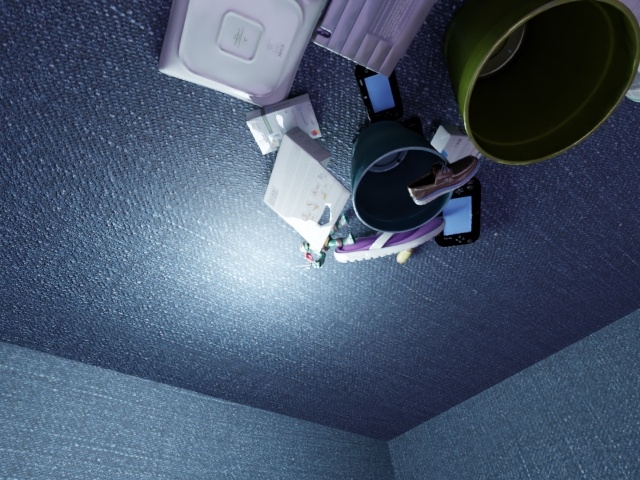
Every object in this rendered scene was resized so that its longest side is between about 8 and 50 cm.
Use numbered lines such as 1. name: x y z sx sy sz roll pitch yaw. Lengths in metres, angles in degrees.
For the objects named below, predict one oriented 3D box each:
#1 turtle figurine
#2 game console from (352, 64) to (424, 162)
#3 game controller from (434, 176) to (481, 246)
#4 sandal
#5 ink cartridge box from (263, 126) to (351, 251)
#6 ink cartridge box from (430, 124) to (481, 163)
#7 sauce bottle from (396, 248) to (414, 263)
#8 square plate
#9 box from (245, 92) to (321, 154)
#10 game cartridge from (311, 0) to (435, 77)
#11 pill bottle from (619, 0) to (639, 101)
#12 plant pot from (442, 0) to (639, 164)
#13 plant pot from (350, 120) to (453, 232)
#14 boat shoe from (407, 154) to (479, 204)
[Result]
1. turtle figurine: 0.000 0.000 1.523 0.234 0.118 0.175 -22 92 9
2. game console: 0.182 -0.365 1.253 0.213 0.044 0.361 -19 132 9
3. game controller: 0.495 -0.096 1.539 0.167 0.067 0.319 -15 133 5
4. sandal: 0.237 -0.021 1.508 0.416 0.169 0.102 -19 111 12
5. ink cartridge box: -0.035 -0.144 1.268 0.261 0.066 0.296 43 141 12
6. ink cartridge box: 0.432 -0.296 1.328 0.180 0.060 0.104 -3 136 -30
7. sauce bottle: 0.344 0.036 1.655 0.042 0.042 0.128 13 131 -20
8. square plate: -0.198 -0.514 1.049 0.344 0.049 0.347 14 129 -21
9. box: -0.103 -0.332 1.217 0.186 0.038 0.145 -15 150 7
10. game cartridge: 0.155 -0.577 0.958 0.230 0.068 0.355 13 129 -26
11. pill bottle: 0.803 -0.530 1.087 0.361 0.204 0.204 23 126 -27
12. plant pot: 0.464 -0.435 1.020 0.367 0.353 0.366 -5 134 -5
13. plant pot: 0.205 -0.206 1.200 0.272 0.255 0.271 -4 132 -5
14. boat shoe: 0.301 -0.157 1.044 0.183 0.066 0.066 -35 126 20
